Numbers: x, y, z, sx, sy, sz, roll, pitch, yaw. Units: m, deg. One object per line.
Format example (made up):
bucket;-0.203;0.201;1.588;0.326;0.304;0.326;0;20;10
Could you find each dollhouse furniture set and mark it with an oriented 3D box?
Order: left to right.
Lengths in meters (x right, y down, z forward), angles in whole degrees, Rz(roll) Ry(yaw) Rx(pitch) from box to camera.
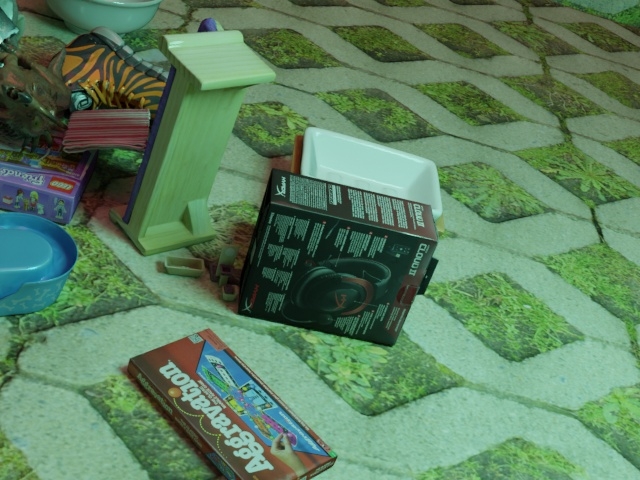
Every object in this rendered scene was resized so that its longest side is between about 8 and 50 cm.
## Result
dollhouse furniture set;-0.184;0.034;1.514;0.114;0.081;0.091;7;34;-18

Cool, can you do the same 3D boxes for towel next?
towel;-0.372;-0.192;1.685;0.144;0.029;0.197;-2;24;-8

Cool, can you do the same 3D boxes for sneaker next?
sneaker;-0.387;-0.268;1.836;0.321;0.124;0.180;36;55;19

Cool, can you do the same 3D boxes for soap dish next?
soap dish;0.079;-0.091;1.801;0.291;0.118;0.229;14;33;-8

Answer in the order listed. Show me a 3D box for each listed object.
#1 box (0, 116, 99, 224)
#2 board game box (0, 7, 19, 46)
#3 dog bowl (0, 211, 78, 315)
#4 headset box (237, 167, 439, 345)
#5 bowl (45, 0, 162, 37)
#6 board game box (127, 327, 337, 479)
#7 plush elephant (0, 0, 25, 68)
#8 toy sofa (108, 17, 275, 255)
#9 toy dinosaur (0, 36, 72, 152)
box;-0.536;-0.134;1.603;0.293;0.057;0.201;15;31;-7
board game box;-0.658;-0.346;1.626;0.243;0.165;0.042;-47;24;-23
dog bowl;-0.497;0.040;1.354;0.297;0.074;0.166;-3;39;-32
headset box;0.037;0.033;1.505;0.293;0.218;0.110;12;33;-9
bowl;-0.497;-0.540;2.156;0.298;0.134;0.298;14;33;-9
board game box;-0.122;0.232;1.305;0.145;0.027;0.281;-20;49;-43
plush elephant;-0.680;-0.414;1.790;0.272;0.255;0.330;44;69;-25
toy sofa;-0.226;-0.167;1.533;0.150;0.362;0.177;-16;53;-42
toy dinosaur;-0.485;-0.245;1.637;0.200;0.127;0.296;24;26;10
